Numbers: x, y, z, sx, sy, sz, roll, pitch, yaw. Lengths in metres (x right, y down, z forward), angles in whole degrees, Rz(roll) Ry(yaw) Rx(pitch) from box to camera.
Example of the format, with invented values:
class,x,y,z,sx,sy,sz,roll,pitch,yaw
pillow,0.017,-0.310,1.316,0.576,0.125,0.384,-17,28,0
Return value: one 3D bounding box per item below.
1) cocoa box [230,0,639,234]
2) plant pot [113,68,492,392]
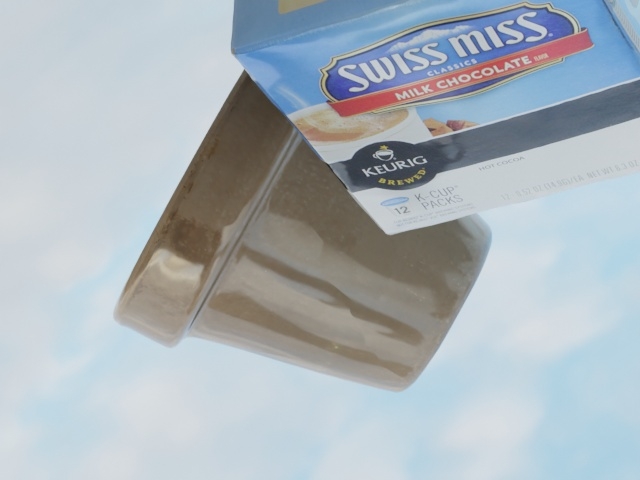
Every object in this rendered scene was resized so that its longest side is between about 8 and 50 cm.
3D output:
class,x,y,z,sx,sy,sz,roll,pitch,yaw
cocoa box,0.095,-0.224,1.231,0.231,0.228,0.347,-13,-125,23
plant pot,0.000,0.000,1.429,0.263,0.229,0.263,-60,-179,2
